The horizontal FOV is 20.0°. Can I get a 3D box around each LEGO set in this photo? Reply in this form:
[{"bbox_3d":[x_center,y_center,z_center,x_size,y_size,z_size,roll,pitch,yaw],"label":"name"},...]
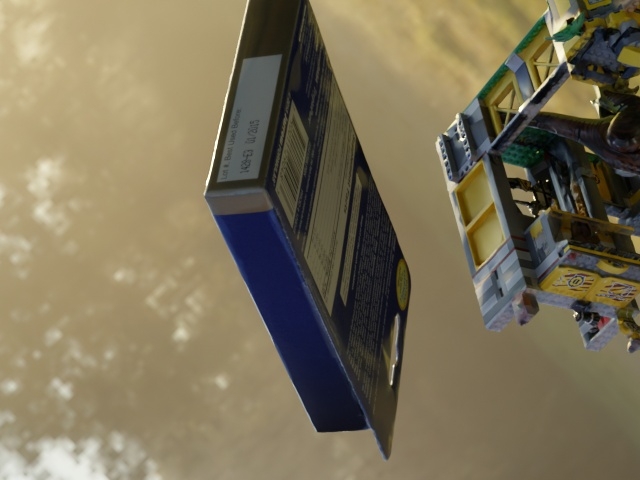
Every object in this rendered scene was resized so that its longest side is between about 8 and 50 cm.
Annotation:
[{"bbox_3d":[0.245,-0.028,1.209,0.331,0.255,0.192,19,-136,-35],"label":"LEGO set"}]

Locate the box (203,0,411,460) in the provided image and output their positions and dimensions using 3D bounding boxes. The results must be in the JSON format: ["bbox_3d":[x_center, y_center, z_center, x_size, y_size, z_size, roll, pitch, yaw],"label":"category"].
[{"bbox_3d":[0.000,0.000,0.923,0.225,0.036,0.136,66,-155,-45],"label":"box"}]
